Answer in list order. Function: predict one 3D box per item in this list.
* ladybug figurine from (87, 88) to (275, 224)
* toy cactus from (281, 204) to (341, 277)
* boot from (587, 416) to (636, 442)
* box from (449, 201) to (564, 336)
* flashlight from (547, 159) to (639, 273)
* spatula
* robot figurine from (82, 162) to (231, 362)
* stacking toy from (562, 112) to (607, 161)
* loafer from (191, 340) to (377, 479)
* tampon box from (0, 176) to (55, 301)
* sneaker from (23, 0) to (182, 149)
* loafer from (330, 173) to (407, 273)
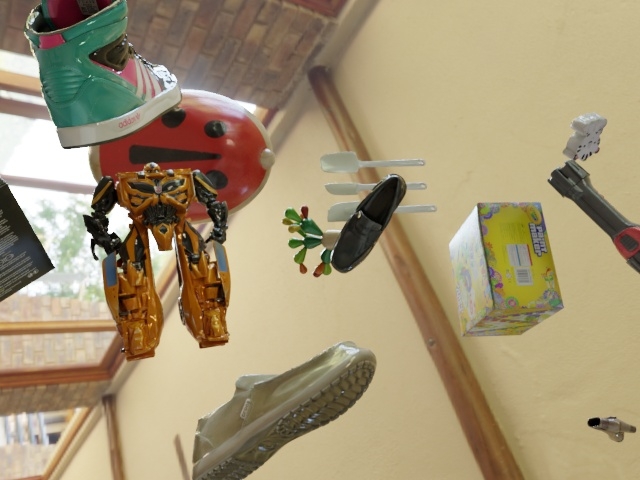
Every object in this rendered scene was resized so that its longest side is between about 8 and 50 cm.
[{"bbox_3d":[-0.321,-0.184,1.256,0.450,0.162,0.305,-1,-86,15],"label":"ladybug figurine"},{"bbox_3d":[0.000,0.000,1.422,0.181,0.112,0.219,-6,-64,38],"label":"toy cactus"},{"bbox_3d":[0.650,0.424,1.302,0.118,0.087,0.042,98,4,-60],"label":"boot"},{"bbox_3d":[0.482,0.085,1.546,0.279,0.177,0.289,101,-13,-67],"label":"box"},{"bbox_3d":[0.673,-0.062,1.341,0.304,0.103,0.103,52,-8,20],"label":"flashlight"},{"bbox_3d":[0.126,-0.121,1.247,0.019,0.242,0.168,101,-16,-62],"label":"spatula"},{"bbox_3d":[-0.224,0.017,0.831,0.085,0.211,0.290,139,-58,-65],"label":"robot figurine"},{"bbox_3d":[0.396,-0.093,0.604,0.167,0.221,0.052,-126,-155,-45],"label":"stacking toy"},{"bbox_3d":[-0.056,0.197,0.700,0.269,0.102,0.092,-35,-127,5],"label":"loafer"},{"bbox_3d":[-0.408,-0.018,0.664,0.120,0.101,0.161,37,-31,24],"label":"tampon box"},{"bbox_3d":[-0.272,-0.241,0.732,0.295,0.124,0.178,-85,167,-64],"label":"sneaker"},{"bbox_3d":[0.089,-0.035,1.117,0.076,0.078,0.223,35,-87,12],"label":"loafer"}]
